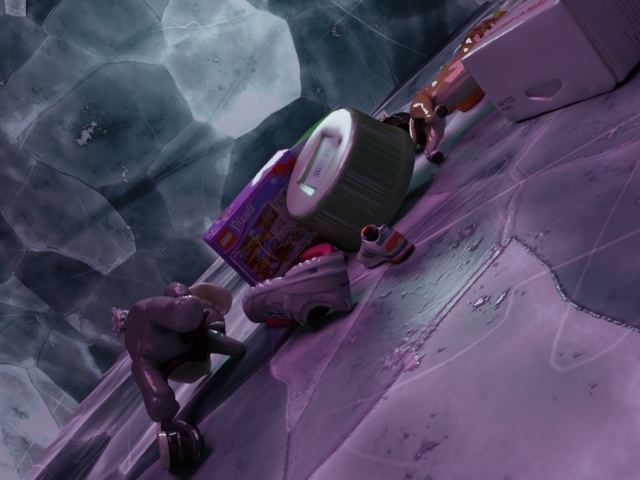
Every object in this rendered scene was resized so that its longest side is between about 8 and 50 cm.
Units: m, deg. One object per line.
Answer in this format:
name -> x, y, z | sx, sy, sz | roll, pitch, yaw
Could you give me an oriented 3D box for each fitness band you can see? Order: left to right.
fitness band -> -0.050, 0.100, 1.222 | 0.209, 0.054, 0.291 | -50, 11, -23

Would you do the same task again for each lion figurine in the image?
lion figurine -> 0.308, -0.350, 1.237 | 0.392, 0.142, 0.240 | -35, 33, 10

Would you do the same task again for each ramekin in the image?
ramekin -> 0.053, -0.142, 1.202 | 0.303, 0.148, 0.303 | -44, 32, 38

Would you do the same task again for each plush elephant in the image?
plush elephant -> -0.299, 0.223, 1.243 | 0.330, 0.255, 0.272 | 17, 97, 47

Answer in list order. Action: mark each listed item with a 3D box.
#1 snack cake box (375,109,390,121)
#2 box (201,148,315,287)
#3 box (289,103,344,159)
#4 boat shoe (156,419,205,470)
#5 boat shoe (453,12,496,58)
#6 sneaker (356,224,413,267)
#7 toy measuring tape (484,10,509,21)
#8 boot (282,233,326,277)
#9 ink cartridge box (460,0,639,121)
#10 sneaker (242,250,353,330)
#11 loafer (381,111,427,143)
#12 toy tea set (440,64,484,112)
snack cake box -> 0.199, -0.355, 1.869 | 0.152, 0.089, 0.264 | -40, 12, 14
box -> -0.115, -0.046, 1.304 | 0.293, 0.201, 0.057 | -52, 30, -20
box -> 0.051, -0.263, 1.703 | 0.127, 0.231, 0.262 | -49, 12, -19
boat shoe -> -0.260, 0.371, 1.001 | 0.079, 0.084, 0.233 | -10, -10, -21
boat shoe -> 0.563, -0.715, 1.911 | 0.228, 0.080, 0.076 | -44, 10, 48
sneaker -> 0.099, 0.003, 0.977 | 0.057, 0.075, 0.161 | -49, 12, -18
toy measuring tape -> 0.538, -0.614, 1.521 | 0.330, 0.121, 0.121 | -49, 12, -19
boot -> 0.000, 0.000, 1.405 | 0.280, 0.096, 0.264 | -24, 15, 42
ink cartridge box -> 0.466, -0.410, 0.921 | 0.385, 0.160, 0.279 | -47, 12, -12
sneaker -> -0.051, 0.118, 1.002 | 0.105, 0.115, 0.281 | -11, -14, -41
loafer -> 0.216, -0.296, 1.442 | 0.078, 0.080, 0.220 | -14, 17, -25
toy tea set -> 0.308, -0.383, 1.482 | 0.336, 0.124, 0.200 | -36, 15, 39
